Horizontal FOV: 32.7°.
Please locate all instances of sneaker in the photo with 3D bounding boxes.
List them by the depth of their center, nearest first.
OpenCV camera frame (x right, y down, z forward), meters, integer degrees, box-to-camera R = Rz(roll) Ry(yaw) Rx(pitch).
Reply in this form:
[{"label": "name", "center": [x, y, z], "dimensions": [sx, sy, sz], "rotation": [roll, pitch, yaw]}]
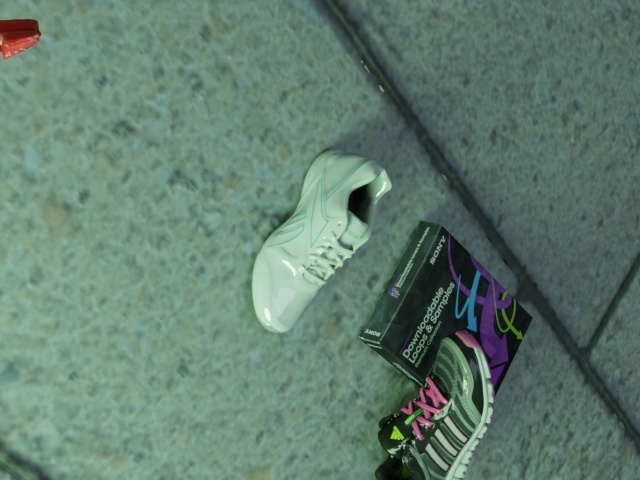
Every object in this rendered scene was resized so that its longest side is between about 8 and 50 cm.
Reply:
[{"label": "sneaker", "center": [0.000, 0.000, 0.805], "dimensions": [0.053, 0.061, 0.152], "rotation": [36, 75, -41]}, {"label": "sneaker", "center": [0.087, 0.150, 0.884], "dimensions": [0.074, 0.063, 0.170], "rotation": [-3, 123, -24]}]

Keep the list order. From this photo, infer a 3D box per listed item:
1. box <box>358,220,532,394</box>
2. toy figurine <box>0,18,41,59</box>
[{"label": "box", "center": [0.112, 0.074, 0.935], "dimensions": [0.162, 0.029, 0.116], "rotation": [40, 71, -36]}, {"label": "toy figurine", "center": [-0.190, -0.273, 0.579], "dimensions": [0.217, 0.191, 0.363], "rotation": [-31, 112, -67]}]
